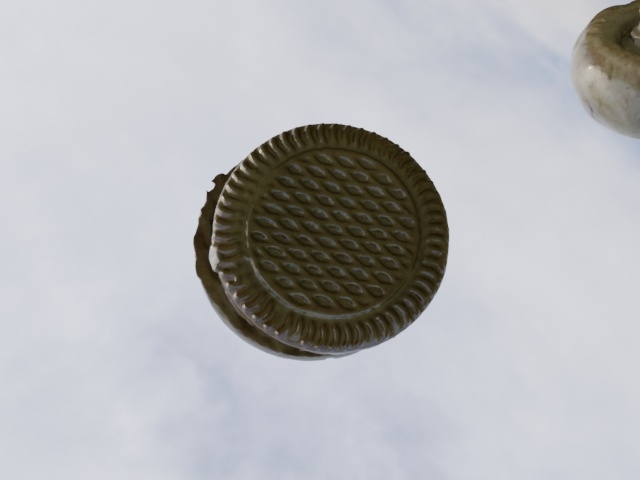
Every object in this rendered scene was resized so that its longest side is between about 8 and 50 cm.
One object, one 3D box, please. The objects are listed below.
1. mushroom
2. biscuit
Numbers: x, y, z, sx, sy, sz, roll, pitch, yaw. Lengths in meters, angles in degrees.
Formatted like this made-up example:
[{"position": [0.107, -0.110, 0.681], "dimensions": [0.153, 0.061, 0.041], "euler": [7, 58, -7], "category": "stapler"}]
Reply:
[{"position": [0.318, -0.169, 0.832], "dimensions": [0.166, 0.127, 0.166], "euler": [-2, -145, 1], "category": "mushroom"}, {"position": [0.000, 0.000, 0.899], "dimensions": [0.259, 0.079, 0.259], "euler": [1, -107, -5], "category": "biscuit"}]
